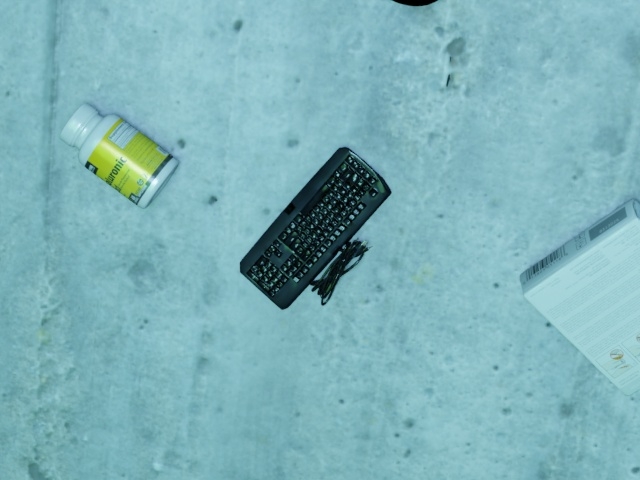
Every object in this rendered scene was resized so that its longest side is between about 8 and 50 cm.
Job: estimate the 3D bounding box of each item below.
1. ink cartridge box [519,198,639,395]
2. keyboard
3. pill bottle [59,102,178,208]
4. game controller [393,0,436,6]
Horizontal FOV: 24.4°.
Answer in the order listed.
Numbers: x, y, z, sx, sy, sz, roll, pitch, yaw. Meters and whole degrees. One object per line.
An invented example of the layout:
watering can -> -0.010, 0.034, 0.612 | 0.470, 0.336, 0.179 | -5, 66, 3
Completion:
ink cartridge box -> 0.313, 0.060, 1.501 | 0.145, 0.045, 0.179 | -36, 117, 24
keyboard -> 0.000, 0.000, 1.547 | 0.100, 0.038, 0.192 | 39, 117, -4
pill bottle -> -0.212, -0.091, 1.548 | 0.116, 0.065, 0.065 | 37, 116, -2
game controller -> 0.002, -0.350, 1.386 | 0.319, 0.067, 0.166 | 26, 116, 2
